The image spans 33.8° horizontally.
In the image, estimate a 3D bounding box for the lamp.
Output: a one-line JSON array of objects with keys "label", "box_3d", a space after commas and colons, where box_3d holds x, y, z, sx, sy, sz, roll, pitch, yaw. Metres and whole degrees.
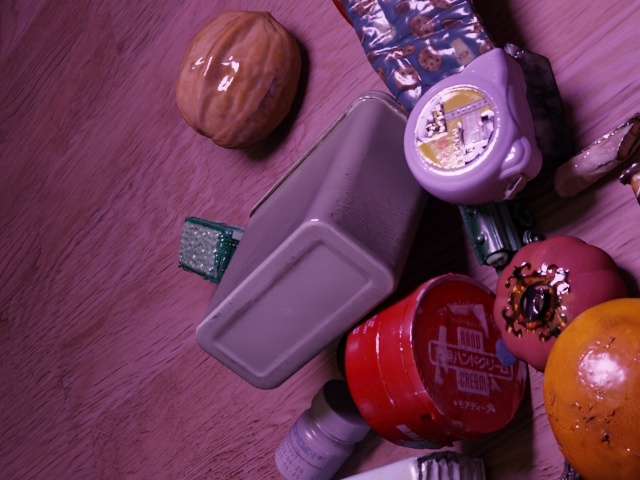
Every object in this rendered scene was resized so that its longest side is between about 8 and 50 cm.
[{"label": "lamp", "box_3d": [0.299, 0.082, 1.340, 0.182, 0.140, 0.181, -13, 72, 47]}]

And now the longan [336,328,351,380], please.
[{"label": "longan", "box_3d": [0.073, 0.175, 1.645, 0.113, 0.092, 0.113, -161, 90, -73]}]

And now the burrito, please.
[{"label": "burrito", "box_3d": [0.365, -0.107, 1.376, 0.149, 0.041, 0.055, -38, 41, 40]}]

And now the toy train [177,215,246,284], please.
[{"label": "toy train", "box_3d": [-0.151, 0.030, 1.884, 0.269, 0.155, 0.115, 16, 98, 64]}]

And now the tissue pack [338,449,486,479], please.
[{"label": "tissue pack", "box_3d": [0.078, 0.486, 1.516, 0.388, 0.162, 0.287, -32, 58, 45]}]

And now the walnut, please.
[{"label": "walnut", "box_3d": [-0.150, -0.299, 1.931, 0.225, 0.225, 0.260, 34, 104, 49]}]

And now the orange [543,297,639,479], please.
[{"label": "orange", "box_3d": [0.365, 0.174, 1.164, 0.240, 0.240, 0.239, -14, 72, 49]}]

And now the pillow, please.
[{"label": "pillow", "box_3d": [0.139, -0.303, 1.502, 0.189, 0.034, 0.255, -34, 81, 37]}]

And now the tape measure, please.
[{"label": "tape measure", "box_3d": [0.202, -0.138, 1.398, 0.178, 0.105, 0.196, -15, 68, 30]}]

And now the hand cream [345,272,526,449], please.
[{"label": "hand cream", "box_3d": [0.156, 0.167, 1.438, 0.149, 0.230, 0.230, -21, 66, 48]}]

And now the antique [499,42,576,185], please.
[{"label": "antique", "box_3d": [0.278, -0.180, 1.465, 0.088, 0.086, 0.182, -33, 58, 42]}]

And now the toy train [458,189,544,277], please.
[{"label": "toy train", "box_3d": [0.241, -0.026, 1.461, 0.071, 0.111, 0.170, -44, 50, 41]}]

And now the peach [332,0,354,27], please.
[{"label": "peach", "box_3d": [0.110, -0.422, 1.639, 0.243, 0.200, 0.243, 15, 109, 50]}]

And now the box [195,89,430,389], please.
[{"label": "box", "box_3d": [0.000, 0.000, 1.571, 0.352, 0.177, 0.343, -43, 14, 37]}]

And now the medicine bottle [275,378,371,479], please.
[{"label": "medicine bottle", "box_3d": [0.007, 0.314, 1.688, 0.168, 0.105, 0.105, -56, 44, 29]}]

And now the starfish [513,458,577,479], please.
[{"label": "starfish", "box_3d": [0.310, 0.324, 1.352, 0.130, 0.041, 0.133, 7, 81, 43]}]

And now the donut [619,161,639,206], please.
[{"label": "donut", "box_3d": [0.458, -0.042, 1.181, 0.187, 0.126, 0.144, -26, 70, 50]}]
